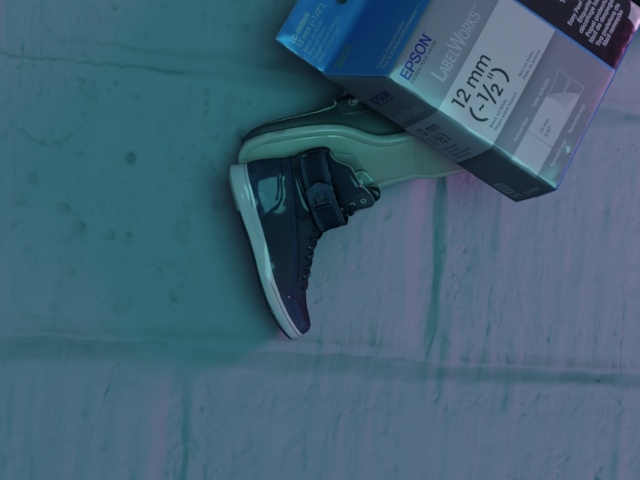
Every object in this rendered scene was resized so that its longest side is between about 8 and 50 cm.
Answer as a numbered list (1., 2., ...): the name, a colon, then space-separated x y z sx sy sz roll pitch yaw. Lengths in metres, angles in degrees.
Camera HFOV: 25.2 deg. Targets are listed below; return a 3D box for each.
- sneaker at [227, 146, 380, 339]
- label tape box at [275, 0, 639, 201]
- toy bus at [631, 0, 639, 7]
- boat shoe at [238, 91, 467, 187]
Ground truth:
1. sneaker: 0.000 0.000 1.667 0.163 0.086 0.226 -15 111 2
2. label tape box: 0.162 -0.241 1.625 0.347 0.115 0.249 33 75 -14
3. toy bus: 0.486 -0.333 1.761 0.211 0.220 0.149 19 90 -22
4. boat shoe: 0.055 -0.129 1.722 0.319 0.116 0.099 -6 50 -9
